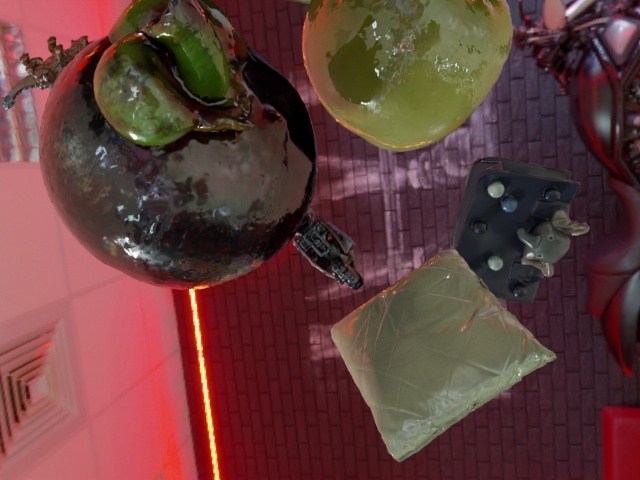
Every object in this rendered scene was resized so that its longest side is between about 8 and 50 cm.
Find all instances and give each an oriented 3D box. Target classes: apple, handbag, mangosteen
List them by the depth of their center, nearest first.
[{"bbox_3d":[-0.136,-0.112,0.582,0.359,0.306,0.306,-47,29,45],"label":"mangosteen"},{"bbox_3d":[0.102,-0.296,0.741,0.258,0.233,0.295,-41,35,47],"label":"apple"},{"bbox_3d":[0.456,-0.013,1.230,0.118,0.269,0.325,-75,-6,-63],"label":"handbag"}]

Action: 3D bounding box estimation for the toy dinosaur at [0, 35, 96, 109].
[{"bbox_3d":[-0.371,-0.231,0.714,0.049,0.154,0.055,47,173,30],"label":"toy dinosaur"}]

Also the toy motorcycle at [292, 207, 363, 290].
[{"bbox_3d":[0.001,-0.001,0.926,0.213,0.082,0.122,48,180,4],"label":"toy motorcycle"}]

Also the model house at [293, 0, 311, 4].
[{"bbox_3d":[-0.100,-0.658,0.931,0.342,0.335,0.382,-107,23,-49],"label":"model house"}]

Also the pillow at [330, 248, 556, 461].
[{"bbox_3d":[0.175,0.168,0.849,0.076,0.274,0.280,55,-178,-40],"label":"pillow"}]
